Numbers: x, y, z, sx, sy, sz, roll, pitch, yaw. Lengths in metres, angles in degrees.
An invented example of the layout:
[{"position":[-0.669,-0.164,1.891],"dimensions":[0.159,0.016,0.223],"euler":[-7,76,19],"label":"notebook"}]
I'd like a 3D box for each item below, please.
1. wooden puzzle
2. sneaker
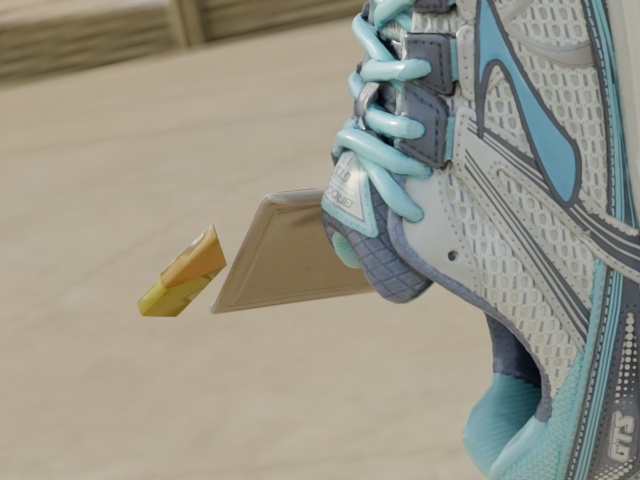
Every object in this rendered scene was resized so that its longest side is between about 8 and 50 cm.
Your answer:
[{"position":[0.000,0.000,0.668],"dimensions":[0.116,0.014,0.078],"euler":[-2,-33,-34],"label":"wooden puzzle"},{"position":[0.051,-0.041,0.566],"dimensions":[0.122,0.283,0.110],"euler":[-24,17,0],"label":"sneaker"}]
